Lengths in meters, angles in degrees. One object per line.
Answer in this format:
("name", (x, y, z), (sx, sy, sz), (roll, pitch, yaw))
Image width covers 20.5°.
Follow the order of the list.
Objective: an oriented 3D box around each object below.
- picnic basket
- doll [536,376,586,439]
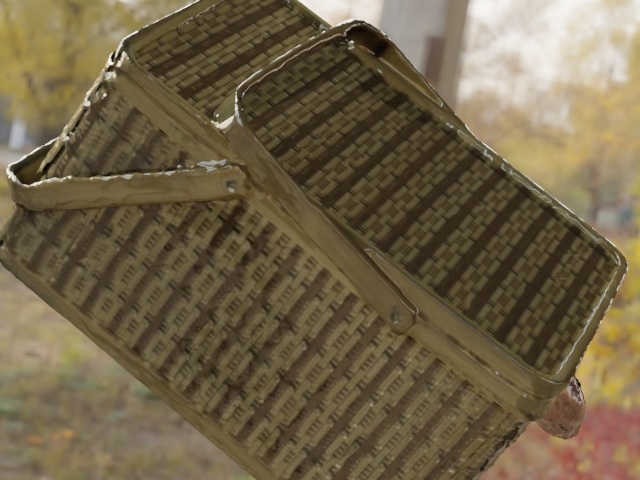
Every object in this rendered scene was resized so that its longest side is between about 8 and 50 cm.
("picnic basket", (0.000, 0.000, 1.020), (0.313, 0.175, 0.228), (39, 27, 5))
("doll", (0.207, 0.072, 1.651), (0.201, 0.156, 0.303), (52, 1, 37))
